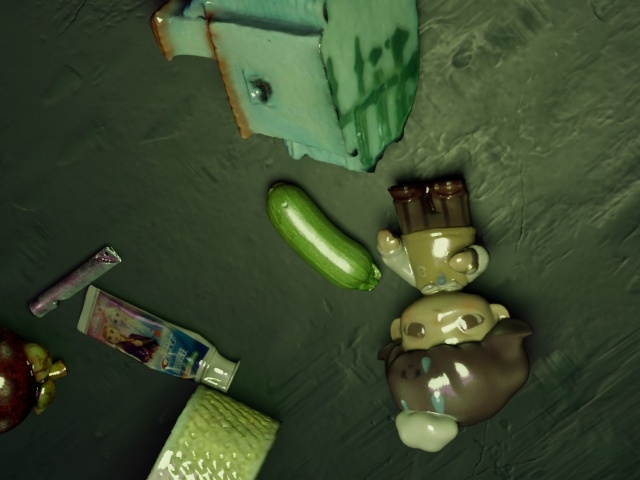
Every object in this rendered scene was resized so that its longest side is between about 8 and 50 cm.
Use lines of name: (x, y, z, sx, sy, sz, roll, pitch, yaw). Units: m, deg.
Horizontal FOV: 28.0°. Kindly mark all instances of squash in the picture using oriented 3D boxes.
squash: (0.000, 0.000, 1.928, 0.219, 0.068, 0.077, 41, 75, -8)

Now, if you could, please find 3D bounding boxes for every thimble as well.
thimble: (-0.178, 0.365, 1.968, 0.150, 0.271, 0.271, 26, 109, 0)

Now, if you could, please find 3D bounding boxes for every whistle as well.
whistle: (-0.387, 0.066, 2.017, 0.176, 0.033, 0.033, -34, 101, 17)

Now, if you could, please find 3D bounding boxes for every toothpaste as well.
toothpaste: (-0.257, 0.161, 2.025, 0.266, 0.061, 0.096, 25, 121, 3)

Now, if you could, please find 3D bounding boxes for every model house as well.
model house: (-0.059, -0.276, 1.789, 0.329, 0.252, 0.295, 9, 135, 27)

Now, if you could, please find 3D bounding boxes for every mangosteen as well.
mangosteen: (-0.496, 0.219, 2.020, 0.200, 0.200, 0.200, 2, 109, 6)

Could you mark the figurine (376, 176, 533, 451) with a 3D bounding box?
figurine: (0.188, 0.098, 1.867, 0.218, 0.206, 0.365, -10, 106, -5)
